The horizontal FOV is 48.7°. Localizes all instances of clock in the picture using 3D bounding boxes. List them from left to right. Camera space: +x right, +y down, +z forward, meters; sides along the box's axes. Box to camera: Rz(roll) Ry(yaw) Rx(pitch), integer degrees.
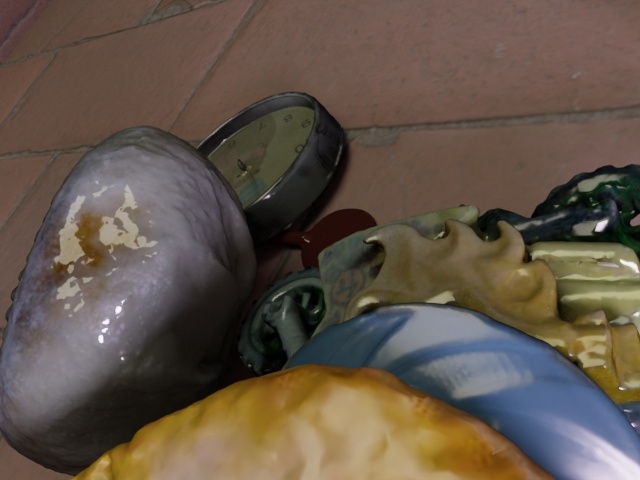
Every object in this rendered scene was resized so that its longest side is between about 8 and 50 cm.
[{"bbox_3d":[-0.099,-0.094,0.966,0.281,0.055,0.280,-26,36,21],"label":"clock"}]

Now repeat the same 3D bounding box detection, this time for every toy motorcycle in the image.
[{"bbox_3d":[0.098,0.078,0.574,0.410,0.169,0.236,-20,46,26],"label":"toy motorcycle"}]

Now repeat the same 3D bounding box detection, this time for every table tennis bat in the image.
[{"bbox_3d":[0.000,0.000,0.846,0.155,0.019,0.098,5,60,40],"label":"table tennis bat"}]

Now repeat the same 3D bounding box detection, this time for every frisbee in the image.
[{"bbox_3d":[0.070,0.185,0.456,0.290,0.049,0.289,4,98,27],"label":"frisbee"}]

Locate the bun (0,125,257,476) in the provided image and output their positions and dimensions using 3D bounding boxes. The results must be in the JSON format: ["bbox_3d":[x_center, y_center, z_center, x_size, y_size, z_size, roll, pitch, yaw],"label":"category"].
[{"bbox_3d":[-0.184,0.066,0.738,0.211,0.362,0.361,17,58,0],"label":"bun"}]

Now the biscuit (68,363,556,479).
[{"bbox_3d":[-0.021,0.286,0.390,0.446,0.104,0.429,-40,58,10],"label":"biscuit"}]
